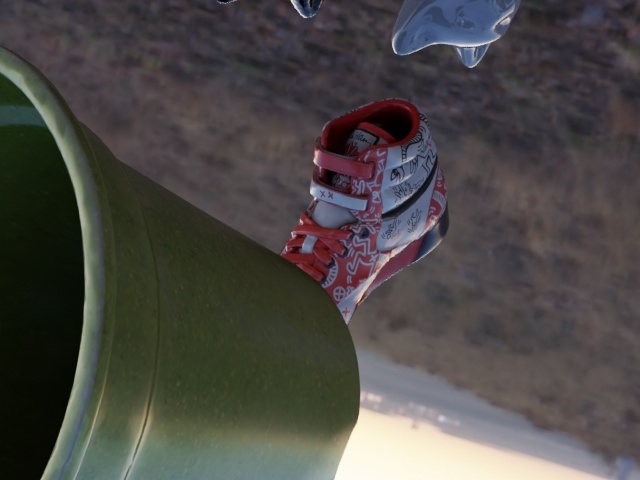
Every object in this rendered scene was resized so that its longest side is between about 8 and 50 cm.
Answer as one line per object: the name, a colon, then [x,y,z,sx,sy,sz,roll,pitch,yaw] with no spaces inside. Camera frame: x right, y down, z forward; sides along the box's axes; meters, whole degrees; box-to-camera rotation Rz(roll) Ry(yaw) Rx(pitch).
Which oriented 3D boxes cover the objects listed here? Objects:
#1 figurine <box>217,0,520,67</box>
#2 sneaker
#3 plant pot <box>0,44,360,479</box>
figurine: [0.057,-0.200,0.693,0.215,0.209,0.092,10,-162,-42]
sneaker: [-0.001,-0.001,1.033,0.090,0.270,0.145,25,144,35]
plant pot: [-0.120,0.068,0.667,0.276,0.276,0.254,12,175,39]
